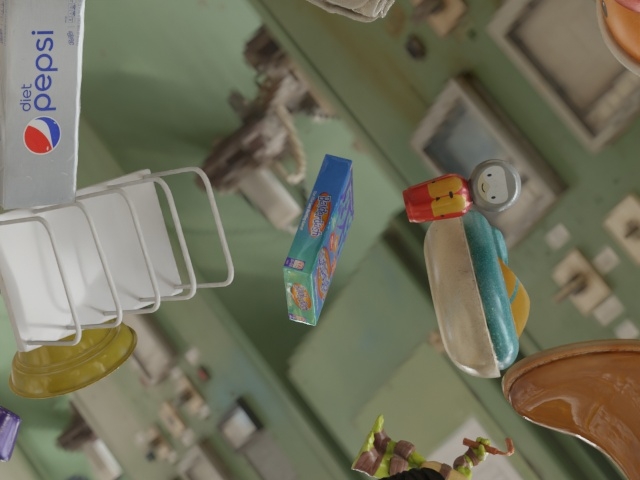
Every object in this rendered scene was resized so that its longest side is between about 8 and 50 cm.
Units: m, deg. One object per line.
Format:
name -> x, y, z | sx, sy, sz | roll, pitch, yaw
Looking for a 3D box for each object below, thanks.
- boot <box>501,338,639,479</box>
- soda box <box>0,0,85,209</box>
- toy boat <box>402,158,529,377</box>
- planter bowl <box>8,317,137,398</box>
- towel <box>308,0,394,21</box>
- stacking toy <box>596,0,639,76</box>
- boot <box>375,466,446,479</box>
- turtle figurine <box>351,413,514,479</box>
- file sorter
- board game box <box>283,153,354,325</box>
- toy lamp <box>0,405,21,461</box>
boot -> 0.285, 0.207, 1.165 | 0.109, 0.283, 0.220 | 111, -9, -51
soda box -> -0.345, -0.187, 1.682 | 0.098, 0.091, 0.286 | -7, 113, -32
toy boat -> 0.211, 0.027, 1.877 | 0.148, 0.267, 0.318 | -14, 134, 6
planter bowl -> -0.408, 0.154, 2.253 | 0.217, 0.090, 0.217 | -15, -155, 7
towel -> 0.025, -0.415, 1.955 | 0.187, 0.282, 0.049 | -56, 143, -3
stacking toy -> 0.435, -0.442, 1.782 | 0.350, 0.351, 0.480 | -40, 139, 11
boot -> 0.036, 0.363, 1.541 | 0.246, 0.094, 0.207 | -15, 129, -10
turtle figurine -> 0.161, 0.325, 1.968 | 0.269, 0.217, 0.087 | -52, 167, -56
file sorter -> -0.290, 0.020, 1.979 | 0.277, 0.193, 0.173 | -21, -170, -38
board game box -> 0.000, 0.000, 2.156 | 0.160, 0.047, 0.210 | 86, 21, -59
toy lamp -> -0.526, 0.368, 2.069 | 0.275, 0.080, 0.080 | -60, 172, -10
